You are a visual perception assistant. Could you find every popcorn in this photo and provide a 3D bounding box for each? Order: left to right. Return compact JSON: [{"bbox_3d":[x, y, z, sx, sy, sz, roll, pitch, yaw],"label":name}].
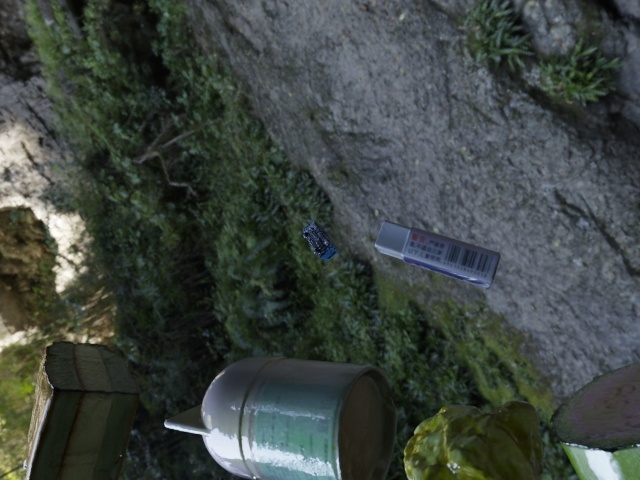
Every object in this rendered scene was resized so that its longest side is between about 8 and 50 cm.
[{"bbox_3d":[0.361,0.530,1.348,0.293,0.334,0.293,31,-121,-48],"label":"popcorn"}]

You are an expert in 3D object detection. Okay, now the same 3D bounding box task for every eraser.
[{"bbox_3d":[0.211,0.025,1.013,0.210,0.068,0.124,18,179,13],"label":"eraser"}]

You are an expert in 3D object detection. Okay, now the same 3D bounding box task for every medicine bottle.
[{"bbox_3d":[-0.081,0.345,1.075,0.235,0.406,0.236,9,-100,-58],"label":"medicine bottle"}]

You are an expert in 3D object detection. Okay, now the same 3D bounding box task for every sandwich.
[{"bbox_3d":[-0.437,0.316,0.998,0.155,0.199,0.227,13,-176,-29],"label":"sandwich"}]

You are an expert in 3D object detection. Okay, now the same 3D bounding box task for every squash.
[{"bbox_3d":[0.593,0.394,0.913,0.309,0.310,0.310,64,-176,3],"label":"squash"}]

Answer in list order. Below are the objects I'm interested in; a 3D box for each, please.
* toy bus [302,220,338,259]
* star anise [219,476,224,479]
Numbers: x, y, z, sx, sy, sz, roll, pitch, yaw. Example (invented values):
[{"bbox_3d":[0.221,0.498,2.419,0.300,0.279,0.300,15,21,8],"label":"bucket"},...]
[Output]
[{"bbox_3d":[0.000,0.000,1.172,0.046,0.038,0.083,21,-150,-55],"label":"toy bus"},{"bbox_3d":[-0.190,0.537,0.988,0.089,0.231,0.209,40,-122,-39],"label":"star anise"}]
